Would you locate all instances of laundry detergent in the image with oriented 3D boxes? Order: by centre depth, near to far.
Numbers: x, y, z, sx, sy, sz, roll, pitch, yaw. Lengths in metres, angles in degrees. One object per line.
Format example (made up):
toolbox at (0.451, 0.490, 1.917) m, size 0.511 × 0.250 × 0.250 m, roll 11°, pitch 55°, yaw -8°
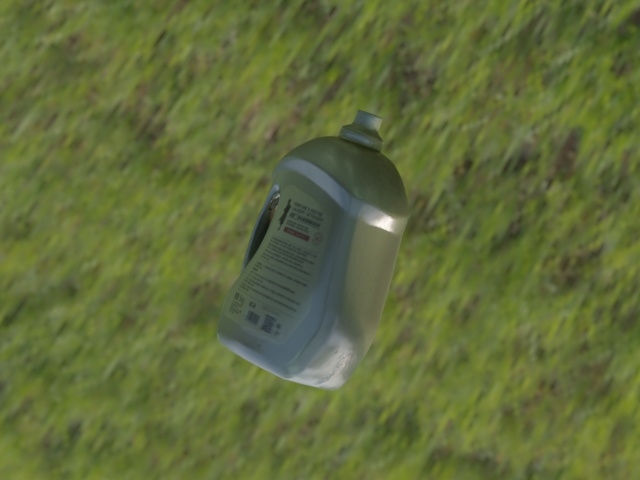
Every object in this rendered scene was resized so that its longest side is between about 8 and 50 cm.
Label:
laundry detergent at (0.000, 0.000, 1.652) m, size 0.091 × 0.253 × 0.181 m, roll 17°, pitch -176°, yaw -39°
